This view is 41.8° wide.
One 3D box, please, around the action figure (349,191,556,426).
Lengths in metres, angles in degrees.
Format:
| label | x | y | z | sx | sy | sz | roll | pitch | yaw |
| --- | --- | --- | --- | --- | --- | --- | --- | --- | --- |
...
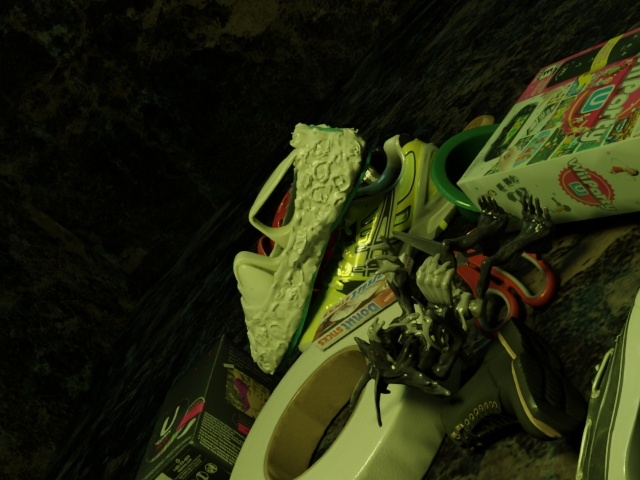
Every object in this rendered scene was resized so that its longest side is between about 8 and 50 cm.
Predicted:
| label | x | y | z | sx | sy | sz | roll | pitch | yaw |
| --- | --- | --- | --- | --- | --- | --- | --- | --- | --- |
| action figure | 0.116 | 0.057 | 0.886 | 0.275 | 0.141 | 0.164 | -45 | 29 | -16 |

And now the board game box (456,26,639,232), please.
| label | x | y | z | sx | sy | sz | roll | pitch | yaw |
| --- | --- | --- | --- | --- | --- | --- | --- | --- | --- |
| board game box | 0.321 | -0.130 | 0.903 | 0.224 | 0.097 | 0.303 | -52 | 19 | -24 |

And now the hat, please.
| label | x | y | z | sx | sy | sz | roll | pitch | yaw |
| --- | --- | --- | --- | --- | --- | --- | --- | --- | --- |
| hat | 0.234 | -0.036 | 1.147 | 0.208 | 0.183 | 0.173 | -3 | 46 | 9 |

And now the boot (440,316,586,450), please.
| label | x | y | z | sx | sy | sz | roll | pitch | yaw |
| --- | --- | --- | --- | --- | --- | --- | --- | --- | --- |
| boot | 0.172 | 0.168 | 0.795 | 0.137 | 0.077 | 0.198 | -52 | 1 | 15 |

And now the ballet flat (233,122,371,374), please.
| label | x | y | z | sx | sy | sz | roll | pitch | yaw |
| --- | --- | --- | --- | --- | --- | --- | --- | --- | --- |
| ballet flat | -0.055 | 0.006 | 1.260 | 0.147 | 0.147 | 0.409 | -96 | 27 | -69 |

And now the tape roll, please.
| label | x | y | z | sx | sy | sz | roll | pitch | yaw |
| --- | --- | --- | --- | --- | --- | --- | --- | --- | --- |
| tape roll | 0.020 | 0.236 | 1.062 | 0.392 | 0.072 | 0.392 | -48 | 16 | 18 |

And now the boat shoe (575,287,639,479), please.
| label | x | y | z | sx | sy | sz | roll | pitch | yaw |
| --- | --- | --- | --- | --- | --- | --- | --- | --- | --- |
| boat shoe | 0.249 | 0.112 | 0.664 | 0.070 | 0.078 | 0.219 | -26 | 31 | 56 |

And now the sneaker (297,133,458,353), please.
| label | x | y | z | sx | sy | sz | roll | pitch | yaw |
| --- | --- | --- | --- | --- | --- | --- | --- | --- | --- |
| sneaker | 0.069 | 0.007 | 1.301 | 0.385 | 0.147 | 0.145 | -55 | 17 | -7 |

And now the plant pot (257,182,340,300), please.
| label | x | y | z | sx | sy | sz | roll | pitch | yaw |
| --- | --- | --- | --- | --- | --- | --- | --- | --- | --- |
| plant pot | 0.000 | 0.000 | 1.458 | 0.174 | 0.191 | 0.191 | -56 | 13 | 18 |

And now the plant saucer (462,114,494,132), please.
| label | x | y | z | sx | sy | sz | roll | pitch | yaw |
| --- | --- | --- | --- | --- | --- | --- | --- | --- | --- |
| plant saucer | 0.262 | -0.185 | 1.433 | 0.083 | 0.015 | 0.083 | -47 | 16 | 17 |

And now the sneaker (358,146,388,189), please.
| label | x | y | z | sx | sy | sz | roll | pitch | yaw |
| --- | --- | --- | --- | --- | --- | --- | --- | --- | --- |
| sneaker | 0.061 | -0.079 | 1.614 | 0.135 | 0.097 | 0.276 | -31 | 24 | 58 |

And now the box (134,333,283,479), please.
| label | x | y | z | sx | sy | sz | roll | pitch | yaw |
| --- | --- | --- | --- | --- | --- | --- | --- | --- | --- |
| box | -0.169 | 0.306 | 1.313 | 0.165 | 0.143 | 0.270 | -45 | 16 | 22 |

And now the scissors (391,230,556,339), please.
| label | x | y | z | sx | sy | sz | roll | pitch | yaw |
| --- | --- | --- | --- | --- | --- | --- | --- | --- | --- |
| scissors | 0.181 | 0.018 | 1.034 | 0.109 | 0.021 | 0.297 | -54 | 32 | 11 |

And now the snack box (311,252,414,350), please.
| label | x | y | z | sx | sy | sz | roll | pitch | yaw |
| --- | --- | --- | --- | --- | --- | --- | --- | --- | --- |
| snack box | 0.056 | 0.085 | 1.129 | 0.178 | 0.022 | 0.064 | -40 | 17 | 38 |
